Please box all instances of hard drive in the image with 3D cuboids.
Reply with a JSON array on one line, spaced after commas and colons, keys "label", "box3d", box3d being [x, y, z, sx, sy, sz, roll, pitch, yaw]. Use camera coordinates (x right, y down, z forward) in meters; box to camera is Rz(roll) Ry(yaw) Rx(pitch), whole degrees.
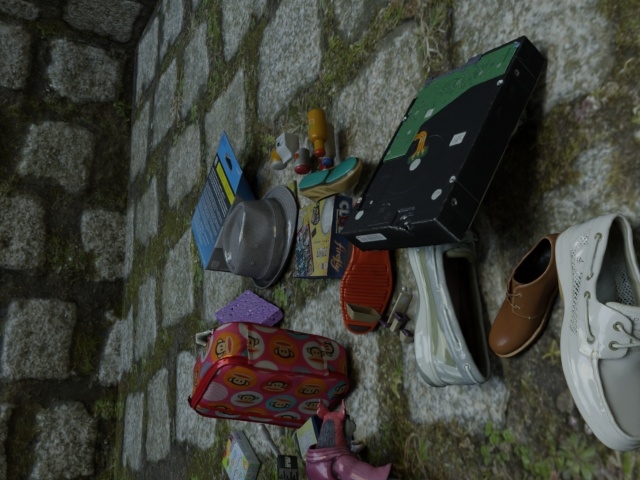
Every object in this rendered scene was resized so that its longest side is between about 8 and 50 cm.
[{"label": "hard drive", "box3d": [0.185, -0.139, 0.981, 0.236, 0.064, 0.339, -9, 48, 58]}]

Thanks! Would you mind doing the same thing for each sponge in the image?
[{"label": "sponge", "box3d": [-0.188, 0.192, 1.640, 0.210, 0.117, 0.031, 17, 138, 61]}]

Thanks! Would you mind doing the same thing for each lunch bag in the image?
[{"label": "lunch bag", "box3d": [-0.112, 0.288, 1.297, 0.120, 0.292, 0.258, -96, 29, -42]}]

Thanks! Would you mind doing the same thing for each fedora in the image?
[{"label": "fedora", "box3d": [-0.172, -0.012, 1.635, 0.244, 0.124, 0.276, 56, 133, 48]}]

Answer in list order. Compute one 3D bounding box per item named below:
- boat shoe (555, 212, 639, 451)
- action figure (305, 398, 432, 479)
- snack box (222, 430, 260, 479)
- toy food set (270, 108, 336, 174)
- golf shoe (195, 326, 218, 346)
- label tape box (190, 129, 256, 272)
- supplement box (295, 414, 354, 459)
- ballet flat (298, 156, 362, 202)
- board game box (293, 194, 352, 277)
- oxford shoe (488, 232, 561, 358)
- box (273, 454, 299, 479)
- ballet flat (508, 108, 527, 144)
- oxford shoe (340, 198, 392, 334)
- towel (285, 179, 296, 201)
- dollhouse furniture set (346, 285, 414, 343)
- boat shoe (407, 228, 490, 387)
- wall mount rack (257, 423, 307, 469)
[{"label": "boat shoe", "box3d": [0.342, 0.098, 0.740, 0.096, 0.098, 0.277, 133, 138, -61]}, {"label": "action figure", "box3d": [0.028, 0.452, 1.061, 0.248, 0.275, 0.371, -34, 68, 60]}, {"label": "snack box", "box3d": [-0.207, 0.573, 1.645, 0.141, 0.037, 0.100, 40, 118, 56]}, {"label": "toy food set", "box3d": [-0.031, -0.193, 1.460, 0.232, 0.111, 0.105, -32, 56, 50]}, {"label": "golf shoe", "box3d": [-0.235, 0.275, 1.692, 0.272, 0.120, 0.105, -16, 67, 57]}, {"label": "label tape box", "box3d": [-0.262, -0.110, 1.845, 0.334, 0.105, 0.241, -63, 34, 28]}, {"label": "supplement box", "box3d": [0.007, 0.393, 1.274, 0.083, 0.083, 0.056, -53, 40, 38]}, {"label": "ballet flat", "box3d": [0.037, -0.125, 1.375, 0.080, 0.073, 0.232, -54, 21, -21]}, {"label": "board game box", "box3d": [0.000, 0.000, 1.380, 0.243, 0.042, 0.165, 170, 107, -71]}, {"label": "oxford shoe", "box3d": [0.282, 0.076, 0.889, 0.076, 0.075, 0.212, 54, 130, 48]}, {"label": "box", "box3d": [-0.066, 0.498, 1.088, 0.191, 0.045, 0.184, -108, 28, -76]}, {"label": "ballet flat", "box3d": [0.277, -0.157, 0.984, 0.114, 0.041, 0.041, -57, 38, 34]}, {"label": "oxford shoe", "box3d": [0.092, 0.045, 1.239, 0.098, 0.096, 0.272, -90, 8, -84]}, {"label": "towel", "box3d": [-0.083, -0.115, 1.632, 0.083, 0.009, 0.060, -31, 57, 53]}, {"label": "dollhouse furniture set", "box3d": [0.115, 0.120, 1.131, 0.081, 0.114, 0.091, -66, 31, 17]}, {"label": "boat shoe", "box3d": [0.207, 0.062, 0.985, 0.103, 0.118, 0.321, -14, 65, 44]}, {"label": "wall mount rack", "box3d": [-0.047, 0.549, 1.283, 0.350, 0.130, 0.305, 5, 87, 59]}]
